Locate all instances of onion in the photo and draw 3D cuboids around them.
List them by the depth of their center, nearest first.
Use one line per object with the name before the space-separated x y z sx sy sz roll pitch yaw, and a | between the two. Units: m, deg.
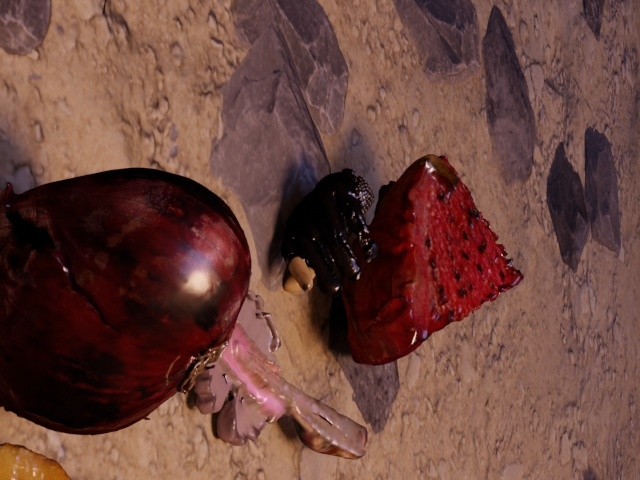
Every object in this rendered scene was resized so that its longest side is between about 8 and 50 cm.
onion | -0.184 0.045 1.076 0.281 0.281 0.221 66 29 -29

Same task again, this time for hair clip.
hair clip | -0.054 0.183 1.495 0.300 0.069 0.173 44 45 -36

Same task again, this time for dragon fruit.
dragon fruit | 0.143 0.051 1.658 0.330 0.240 0.302 -59 146 -66

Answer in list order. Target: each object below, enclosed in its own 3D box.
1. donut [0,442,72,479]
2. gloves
donut | -0.283 0.265 1.069 0.162 0.065 0.178 46 47 -42
gloves | 0.000 -0.003 1.591 0.106 0.129 0.180 62 29 -19
